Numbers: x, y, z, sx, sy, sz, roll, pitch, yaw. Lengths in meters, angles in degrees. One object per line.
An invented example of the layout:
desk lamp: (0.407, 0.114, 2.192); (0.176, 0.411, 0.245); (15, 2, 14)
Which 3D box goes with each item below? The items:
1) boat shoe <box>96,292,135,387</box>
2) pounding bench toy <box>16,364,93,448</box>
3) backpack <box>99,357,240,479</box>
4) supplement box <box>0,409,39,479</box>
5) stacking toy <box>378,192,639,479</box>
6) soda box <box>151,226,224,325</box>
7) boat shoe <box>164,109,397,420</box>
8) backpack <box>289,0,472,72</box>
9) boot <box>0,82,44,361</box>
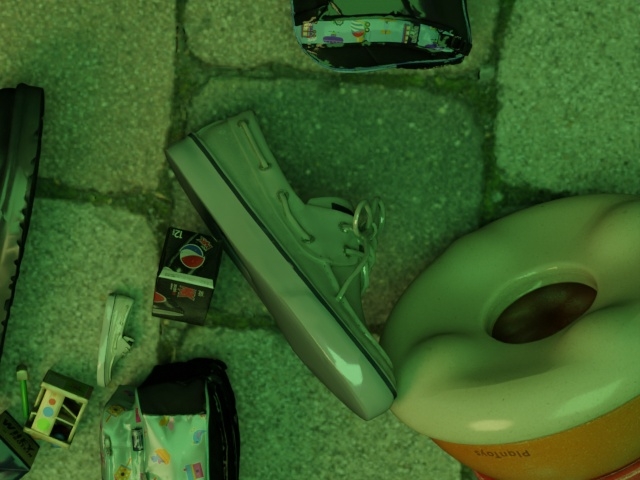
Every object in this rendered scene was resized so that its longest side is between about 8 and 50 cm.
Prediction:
boat shoe: (-0.212, 0.106, 1.808); (0.035, 0.035, 0.100); (9, 93, -1)
pounding bench toy: (-0.290, 0.174, 1.806); (0.083, 0.052, 0.065); (23, 99, -6)
backpack: (-0.151, 0.228, 1.764); (0.144, 0.166, 0.188); (-10, 97, 1)
supplement box: (-0.345, 0.233, 1.798); (0.083, 0.083, 0.056); (-40, 99, 5)
stacking toy: (0.293, 0.224, 1.757); (0.350, 0.351, 0.480); (-26, 118, 2)
soda box: (-0.134, 0.038, 1.728); (0.060, 0.169, 0.053); (12, 73, -4)
boat shoe: (0.001, 0.004, 1.690); (0.156, 0.136, 0.367); (-32, 56, -9)
backpack: (0.055, -0.243, 1.715); (0.173, 0.117, 0.158); (-8, 100, -1)
boot: (-0.518, -0.016, 1.703); (0.445, 0.146, 0.367); (12, 100, -8)
